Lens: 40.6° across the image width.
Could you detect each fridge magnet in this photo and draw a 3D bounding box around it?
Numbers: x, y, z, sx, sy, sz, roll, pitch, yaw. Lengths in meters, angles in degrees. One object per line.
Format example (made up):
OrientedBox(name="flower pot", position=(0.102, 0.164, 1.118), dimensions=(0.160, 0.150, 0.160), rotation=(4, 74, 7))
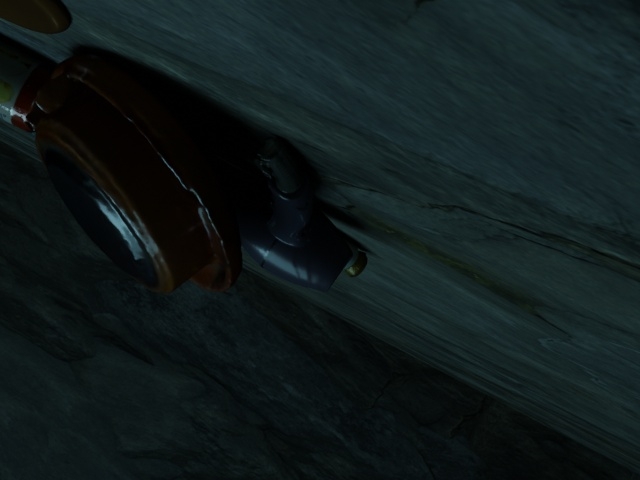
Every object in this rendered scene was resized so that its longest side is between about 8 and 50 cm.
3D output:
OrientedBox(name="fridge magnet", position=(-0.239, -0.072, 1.132), dimensions=(0.364, 0.155, 0.363), rotation=(40, 156, 22))

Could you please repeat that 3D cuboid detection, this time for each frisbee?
OrientedBox(name="frisbee", position=(-0.384, -0.295, 0.924), dimensions=(0.251, 0.021, 0.251), rotation=(27, 171, 5))

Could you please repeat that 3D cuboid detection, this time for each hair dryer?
OrientedBox(name="hair dryer", position=(-0.078, -0.071, 1.158), dimensions=(0.301, 0.121, 0.361), rotation=(36, 163, 3))

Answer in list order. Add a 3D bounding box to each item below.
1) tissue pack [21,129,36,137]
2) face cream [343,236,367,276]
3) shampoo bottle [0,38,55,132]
OrientedBox(name="tissue pack", position=(-0.422, -0.185, 1.533), dimensions=(0.257, 0.081, 0.185), rotation=(30, 172, -22))
OrientedBox(name="face cream", position=(0.000, 0.000, 1.414), dimensions=(0.182, 0.051, 0.072), rotation=(33, 169, -31))
OrientedBox(name="shampoo bottle", position=(-0.522, -0.265, 1.260), dimensions=(0.278, 0.104, 0.104), rotation=(28, 172, -3))
